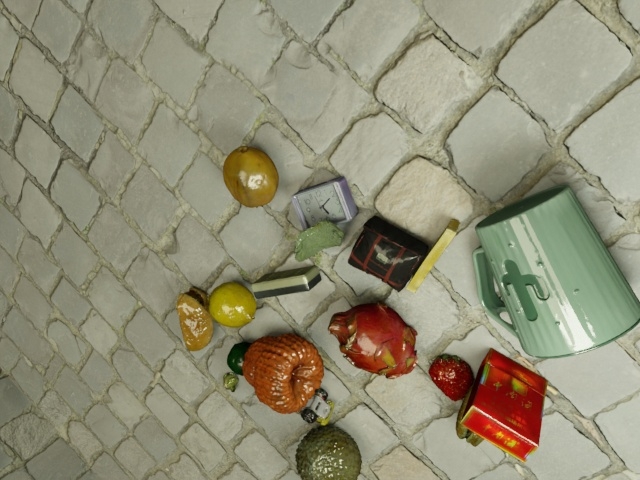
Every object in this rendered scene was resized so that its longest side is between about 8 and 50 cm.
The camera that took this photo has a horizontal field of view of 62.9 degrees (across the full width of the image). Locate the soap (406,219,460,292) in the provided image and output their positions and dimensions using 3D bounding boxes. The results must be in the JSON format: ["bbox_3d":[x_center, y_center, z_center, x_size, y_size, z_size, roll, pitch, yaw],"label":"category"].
[{"bbox_3d":[0.349,0.048,1.617,0.037,0.092,0.252,32,121,7],"label":"soap"}]

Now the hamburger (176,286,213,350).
[{"bbox_3d":[-0.503,0.333,2.140,0.130,0.124,0.262,5,112,25],"label":"hamburger"}]

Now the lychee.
[{"bbox_3d":[0.028,0.842,2.004,0.255,0.274,0.255,-4,78,22],"label":"lychee"}]

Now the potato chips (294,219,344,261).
[{"bbox_3d":[0.001,0.006,1.744,0.228,0.167,0.059,-28,53,31],"label":"potato chips"}]

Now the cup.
[{"bbox_3d":[0.579,0.100,1.404,0.400,0.310,0.392,-26,91,30],"label":"cup"}]

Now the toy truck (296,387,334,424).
[{"bbox_3d":[-0.087,0.633,2.048,0.285,0.136,0.111,15,136,22],"label":"toy truck"}]

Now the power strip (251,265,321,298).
[{"bbox_3d":[-0.130,0.152,1.891,0.256,0.105,0.070,-13,101,30],"label":"power strip"}]

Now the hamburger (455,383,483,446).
[{"bbox_3d":[0.508,0.562,1.688,0.122,0.189,0.215,30,131,22],"label":"hamburger"}]

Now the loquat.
[{"bbox_3d":[-0.232,-0.211,1.763,0.187,0.176,0.234,45,157,53],"label":"loquat"}]

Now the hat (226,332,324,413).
[{"bbox_3d":[-0.180,0.460,2.005,0.400,0.285,0.285,24,122,48],"label":"hat"}]

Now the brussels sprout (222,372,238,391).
[{"bbox_3d":[-0.388,0.613,2.234,0.085,0.058,0.085,17,133,19],"label":"brussels sprout"}]

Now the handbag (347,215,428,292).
[{"bbox_3d":[0.208,0.046,1.649,0.215,0.155,0.169,31,127,15],"label":"handbag"}]

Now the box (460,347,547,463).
[{"bbox_3d":[0.551,0.474,1.550,0.197,0.313,0.089,29,120,14],"label":"box"}]

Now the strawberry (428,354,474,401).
[{"bbox_3d":[0.435,0.471,1.757,0.146,0.082,0.187,-10,109,36],"label":"strawberry"}]

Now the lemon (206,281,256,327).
[{"bbox_3d":[-0.332,0.247,1.991,0.206,0.173,0.174,33,121,21],"label":"lemon"}]

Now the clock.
[{"bbox_3d":[0.013,-0.119,1.732,0.193,0.073,0.145,-16,102,31],"label":"clock"}]

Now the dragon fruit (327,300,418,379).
[{"bbox_3d":[0.183,0.320,1.728,0.315,0.250,0.250,32,120,15],"label":"dragon fruit"}]
